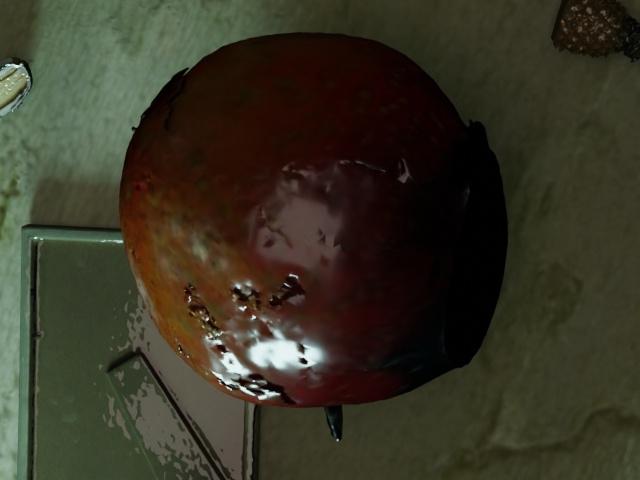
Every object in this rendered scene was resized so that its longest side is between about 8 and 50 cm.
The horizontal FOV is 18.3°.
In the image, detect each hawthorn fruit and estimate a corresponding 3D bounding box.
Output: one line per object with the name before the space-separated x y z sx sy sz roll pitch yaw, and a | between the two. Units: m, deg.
hawthorn fruit | 0.001 -0.016 1.492 0.316 0.316 0.316 1 94 13

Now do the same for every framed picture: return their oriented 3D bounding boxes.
framed picture | -0.153 0.135 1.667 0.211 0.020 0.290 2 94 13

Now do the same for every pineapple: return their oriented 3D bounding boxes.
pineapple | 0.245 -0.158 1.550 0.124 0.058 0.058 18 97 -1

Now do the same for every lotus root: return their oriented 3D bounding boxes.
lotus root | -0.275 -0.124 1.673 0.083 0.030 0.037 -34 115 15
